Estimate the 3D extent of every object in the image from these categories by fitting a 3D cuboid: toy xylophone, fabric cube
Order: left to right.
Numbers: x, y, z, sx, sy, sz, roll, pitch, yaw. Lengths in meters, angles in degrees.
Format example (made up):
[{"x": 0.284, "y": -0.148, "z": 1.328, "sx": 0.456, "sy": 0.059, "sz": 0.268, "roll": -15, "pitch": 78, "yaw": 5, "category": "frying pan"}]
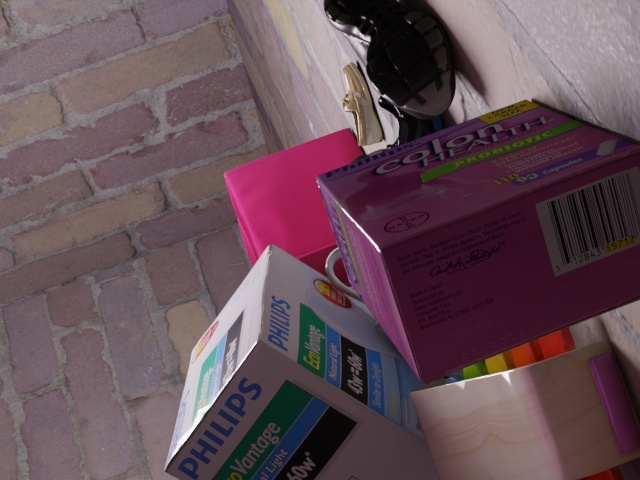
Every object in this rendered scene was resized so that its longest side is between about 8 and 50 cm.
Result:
[{"x": 0.000, "y": 0.000, "z": 2.029, "sx": 0.259, "sy": 0.254, "sz": 0.258, "roll": 77, "pitch": 169, "yaw": -49, "category": "fabric cube"}, {"x": 0.188, "y": 0.162, "z": 1.157, "sx": 0.323, "sy": 0.081, "sz": 0.236, "roll": -12, "pitch": 94, "yaw": 63, "category": "toy xylophone"}]

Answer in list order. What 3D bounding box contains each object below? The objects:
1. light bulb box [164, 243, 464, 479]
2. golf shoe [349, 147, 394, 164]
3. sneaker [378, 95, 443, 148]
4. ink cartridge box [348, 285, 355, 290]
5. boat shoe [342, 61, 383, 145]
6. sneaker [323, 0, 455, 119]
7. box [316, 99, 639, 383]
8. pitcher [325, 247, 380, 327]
[{"x": 0.013, "y": 0.235, "z": 1.524, "sx": 0.361, "sy": 0.225, "sz": 0.358, "roll": 32, "pitch": -164, "yaw": -11, "category": "light bulb box"}, {"x": 0.118, "y": 0.017, "z": 1.297, "sx": 0.105, "sy": 0.120, "sz": 0.273, "roll": -17, "pitch": 102, "yaw": 47, "category": "golf shoe"}, {"x": 0.124, "y": -0.106, "z": 1.362, "sx": 0.067, "sy": 0.078, "sz": 0.188, "roll": 104, "pitch": 145, "yaw": -79, "category": "sneaker"}, {"x": 0.045, "y": 0.270, "z": 1.840, "sx": 0.160, "sy": 0.279, "sz": 0.384, "roll": 173, "pitch": 93, "yaw": -70, "category": "ink cartridge box"}, {"x": 0.058, "y": -0.214, "z": 1.761, "sx": 0.050, "sy": 0.045, "sz": 0.135, "roll": 171, "pitch": 78, "yaw": -84, "category": "boat shoe"}, {"x": 0.097, "y": -0.219, "z": 1.288, "sx": 0.106, "sy": 0.101, "sz": 0.267, "roll": 45, "pitch": -167, "yaw": -44, "category": "sneaker"}, {"x": 0.133, "y": -0.013, "z": 0.920, "sx": 0.243, "sy": 0.214, "sz": 0.117, "roll": -126, "pitch": 16, "yaw": -71, "category": "box"}, {"x": 0.113, "y": 0.071, "z": 1.578, "sx": 0.207, "sy": 0.178, "sz": 0.125, "roll": 68, "pitch": -173, "yaw": 27, "category": "pitcher"}]
